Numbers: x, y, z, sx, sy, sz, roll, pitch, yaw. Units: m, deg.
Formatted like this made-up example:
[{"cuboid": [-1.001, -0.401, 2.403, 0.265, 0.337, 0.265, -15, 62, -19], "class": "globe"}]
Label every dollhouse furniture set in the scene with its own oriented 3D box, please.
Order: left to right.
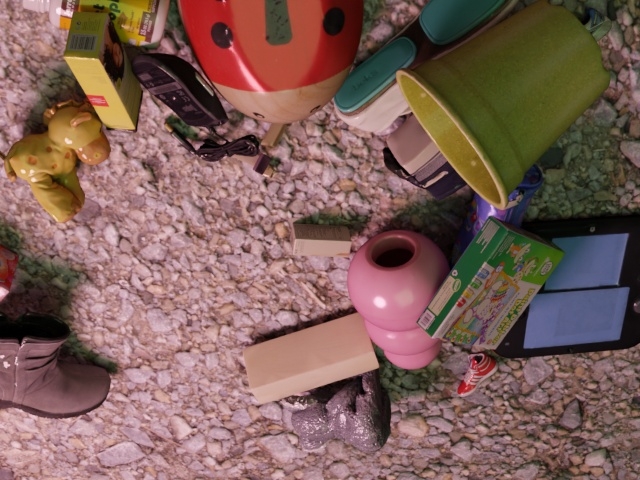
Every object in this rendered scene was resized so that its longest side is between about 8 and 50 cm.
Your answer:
[{"cuboid": [-0.111, -0.187, 1.557, 0.081, 0.091, 0.114, 30, 93, 18], "class": "dollhouse furniture set"}]

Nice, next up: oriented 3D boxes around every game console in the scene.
[{"cuboid": [0.562, 0.104, 1.832, 0.386, 0.060, 0.342, -4, 124, -8], "class": "game console"}]

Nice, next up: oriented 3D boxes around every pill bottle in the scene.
[{"cuboid": [-0.350, -0.381, 1.323, 0.214, 0.117, 0.117, 10, 121, -16], "class": "pill bottle"}]

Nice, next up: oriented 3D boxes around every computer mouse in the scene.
[{"cuboid": [-0.229, -0.233, 1.443, 0.262, 0.060, 0.184, 40, 153, -31], "class": "computer mouse"}]

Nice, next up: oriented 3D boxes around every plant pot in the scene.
[{"cuboid": [0.303, -0.235, 1.334, 0.254, 0.276, 0.276, -38, 122, 1], "class": "plant pot"}]

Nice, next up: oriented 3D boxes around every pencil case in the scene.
[{"cuboid": [0.340, -0.024, 1.665, 0.119, 0.133, 0.306, 10, 122, -9], "class": "pencil case"}]

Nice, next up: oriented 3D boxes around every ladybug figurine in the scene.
[{"cuboid": [-0.077, -0.386, 1.322, 0.304, 0.162, 0.450, -10, 118, -2], "class": "ladybug figurine"}]

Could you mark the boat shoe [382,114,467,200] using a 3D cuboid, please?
[{"cuboid": [0.283, -0.219, 1.553, 0.340, 0.127, 0.158, -38, 137, 15], "class": "boat shoe"}]

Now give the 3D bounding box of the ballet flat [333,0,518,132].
[{"cuboid": [0.201, -0.328, 1.462, 0.400, 0.139, 0.139, -37, 121, 19], "class": "ballet flat"}]

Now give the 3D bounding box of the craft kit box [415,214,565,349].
[{"cuboid": [0.332, 0.090, 1.620, 0.246, 0.061, 0.250, 14, 114, -51], "class": "craft kit box"}]

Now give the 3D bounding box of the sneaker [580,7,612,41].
[{"cuboid": [0.457, -0.363, 1.520, 0.058, 0.052, 0.135, 39, 102, -18], "class": "sneaker"}]

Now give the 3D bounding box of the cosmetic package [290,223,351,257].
[{"cuboid": [0.000, 0.000, 1.668, 0.115, 0.060, 0.041, 4, 123, -10], "class": "cosmetic package"}]

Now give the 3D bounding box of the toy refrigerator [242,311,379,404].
[{"cuboid": [-0.019, 0.253, 1.794, 0.269, 0.102, 0.094, -18, 145, 2], "class": "toy refrigerator"}]

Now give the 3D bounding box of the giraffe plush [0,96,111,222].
[{"cuboid": [-0.436, -0.160, 1.432, 0.170, 0.181, 0.210, -38, 139, 2], "class": "giraffe plush"}]

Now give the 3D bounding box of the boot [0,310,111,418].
[{"cuboid": [-0.531, 0.240, 1.638, 0.338, 0.118, 0.223, 6, 133, -42], "class": "boot"}]

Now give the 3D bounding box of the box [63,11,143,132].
[{"cuboid": [-0.342, -0.263, 1.346, 0.058, 0.087, 0.232, 4, 161, 3], "class": "box"}]

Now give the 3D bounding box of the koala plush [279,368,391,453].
[{"cuboid": [0.032, 0.385, 1.863, 0.221, 0.203, 0.196, -11, 124, 12], "class": "koala plush"}]

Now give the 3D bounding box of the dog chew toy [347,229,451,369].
[{"cuboid": [0.171, 0.138, 1.711, 0.206, 0.207, 0.332, -15, 131, 1], "class": "dog chew toy"}]

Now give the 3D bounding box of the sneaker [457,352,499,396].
[{"cuboid": [0.348, 0.306, 1.937, 0.118, 0.042, 0.067, -45, 123, 10], "class": "sneaker"}]

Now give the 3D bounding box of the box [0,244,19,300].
[{"cuboid": [-0.700, 0.112, 1.584, 0.128, 0.123, 0.257, 36, 111, -27], "class": "box"}]
